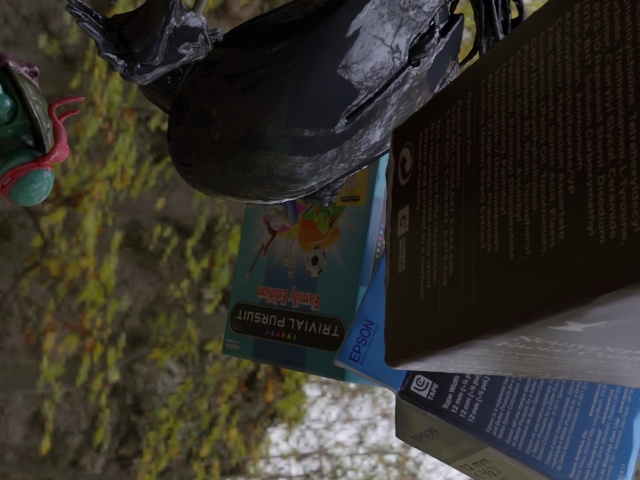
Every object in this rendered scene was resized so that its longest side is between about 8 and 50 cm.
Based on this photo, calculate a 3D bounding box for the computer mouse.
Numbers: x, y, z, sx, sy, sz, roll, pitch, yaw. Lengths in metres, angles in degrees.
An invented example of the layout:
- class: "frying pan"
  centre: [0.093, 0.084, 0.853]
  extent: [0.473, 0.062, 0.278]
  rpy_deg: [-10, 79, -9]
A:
- class: "computer mouse"
  centre: [0.027, -0.117, 0.701]
  extent: [0.072, 0.272, 0.188]
  rpy_deg: [41, -15, 48]

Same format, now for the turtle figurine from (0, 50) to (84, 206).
- class: "turtle figurine"
  centre: [-0.245, -0.087, 0.744]
  extent: [0.234, 0.118, 0.175]
  rpy_deg: [55, -45, 27]

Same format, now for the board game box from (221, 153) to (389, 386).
- class: "board game box"
  centre: [0.000, 0.000, 1.412]
  extent: [0.254, 0.079, 0.336]
  rpy_deg: [4, -97, 50]

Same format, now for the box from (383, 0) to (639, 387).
- class: "box"
  centre: [0.181, -0.028, 0.433]
  extent: [0.381, 0.191, 0.143]
  rpy_deg: [141, -46, -67]

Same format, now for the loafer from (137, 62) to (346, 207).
- class: "loafer"
  centre: [-0.075, -0.098, 0.986]
  extent: [0.223, 0.076, 0.078]
  rpy_deg: [29, -44, 20]

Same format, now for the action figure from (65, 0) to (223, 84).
- class: "action figure"
  centre: [-0.021, -0.197, 0.509]
  extent: [0.275, 0.141, 0.164]
  rpy_deg: [-38, -109, 17]

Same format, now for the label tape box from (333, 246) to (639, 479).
- class: "label tape box"
  centre: [0.193, 0.125, 1.217]
  extent: [0.249, 0.347, 0.115]
  rpy_deg: [-65, -172, -28]
